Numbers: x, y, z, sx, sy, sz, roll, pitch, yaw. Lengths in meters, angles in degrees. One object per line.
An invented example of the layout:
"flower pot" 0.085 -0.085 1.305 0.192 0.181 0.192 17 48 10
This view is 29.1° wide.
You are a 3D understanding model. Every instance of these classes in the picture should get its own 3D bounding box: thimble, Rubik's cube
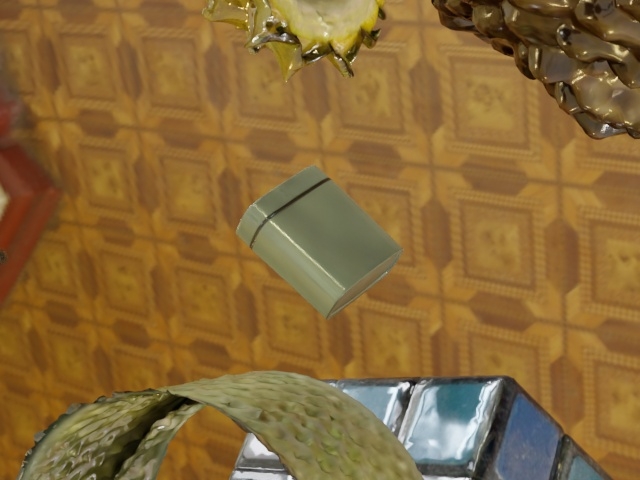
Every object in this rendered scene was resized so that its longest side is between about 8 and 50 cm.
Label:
"thimble" -0.066 0.221 0.809 0.271 0.150 0.271 1 92 31
"Rubik's cube" 0.103 0.364 1.293 0.363 0.362 0.359 -1 147 44

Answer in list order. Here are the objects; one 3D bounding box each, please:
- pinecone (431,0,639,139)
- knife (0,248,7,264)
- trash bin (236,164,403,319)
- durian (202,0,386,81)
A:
"pinecone" 0.133 -0.170 0.374 0.246 0.246 0.292 9 86 39
"knife" -0.326 0.019 0.961 0.045 0.222 0.021 -23 79 33
"trash bin" 0.000 0.000 1.239 0.130 0.116 0.059 43 140 13
"durian" -0.025 -0.173 0.497 0.078 0.140 0.224 16 130 34
